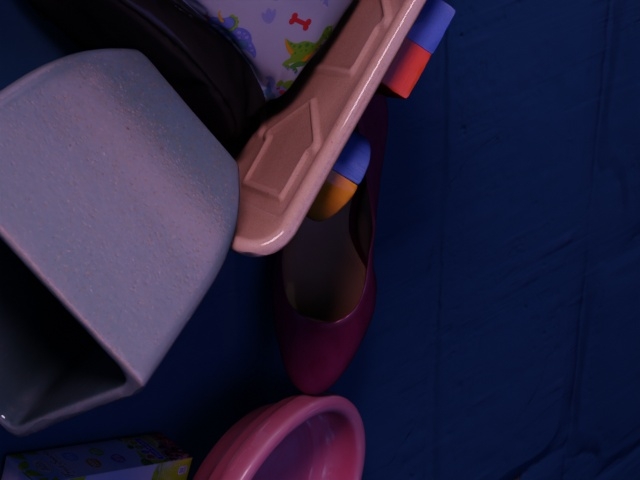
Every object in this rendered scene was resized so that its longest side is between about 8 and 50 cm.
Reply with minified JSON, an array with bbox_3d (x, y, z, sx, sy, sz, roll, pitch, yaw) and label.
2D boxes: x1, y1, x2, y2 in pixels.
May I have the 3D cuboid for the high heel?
[{"bbox_3d":[0.000,0.000,1.498,0.181,0.127,0.377,-43,138,-78],"label":"high heel"}]

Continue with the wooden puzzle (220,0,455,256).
[{"bbox_3d":[-0.003,-0.139,1.316,0.080,0.322,0.348,36,85,-23],"label":"wooden puzzle"}]

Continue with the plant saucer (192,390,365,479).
[{"bbox_3d":[-0.069,0.325,1.642,0.332,0.084,0.332,-39,142,-40],"label":"plant saucer"}]

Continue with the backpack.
[{"bbox_3d":[-0.064,-0.305,1.237,0.290,0.273,0.355,45,64,-39],"label":"backpack"}]

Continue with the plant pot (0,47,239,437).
[{"bbox_3d":[-0.214,-0.023,1.172,0.248,0.247,0.252,49,53,-13],"label":"plant pot"}]

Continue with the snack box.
[{"bbox_3d":[-0.253,0.309,1.489,0.207,0.070,0.174,-2,113,-45],"label":"snack box"}]
